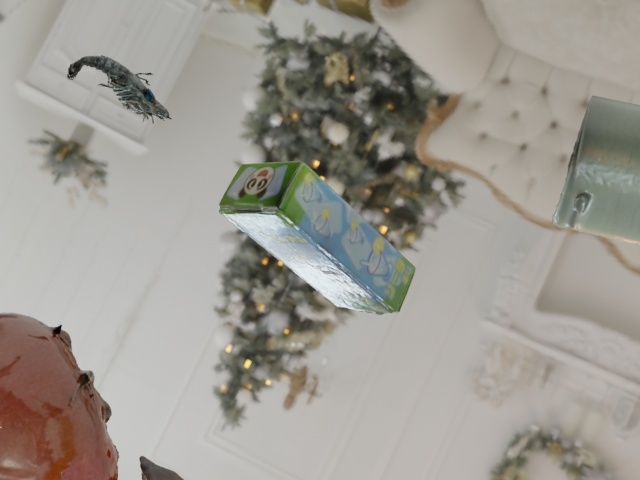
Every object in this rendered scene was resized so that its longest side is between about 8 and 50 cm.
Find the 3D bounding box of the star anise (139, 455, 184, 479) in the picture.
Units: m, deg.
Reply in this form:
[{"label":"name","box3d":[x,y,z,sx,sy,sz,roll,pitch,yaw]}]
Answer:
[{"label":"star anise","box3d":[-0.187,0.488,1.508,0.349,0.109,0.292,64,161,-5]}]

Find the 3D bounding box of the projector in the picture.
[{"label":"projector","box3d":[0.351,-0.021,0.705,0.337,0.108,0.108,14,171,12]}]

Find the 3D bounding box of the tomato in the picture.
[{"label":"tomato","box3d":[-0.427,0.276,1.269,0.341,0.273,0.341,39,144,36]}]

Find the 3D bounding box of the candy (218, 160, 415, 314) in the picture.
[{"label":"candy","box3d":[0.000,0.000,0.958,0.097,0.062,0.194,4,150,49]}]

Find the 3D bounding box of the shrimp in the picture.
[{"label":"shrimp","box3d":[-0.309,-0.243,1.502,0.174,0.076,0.082,28,-171,-18]}]
